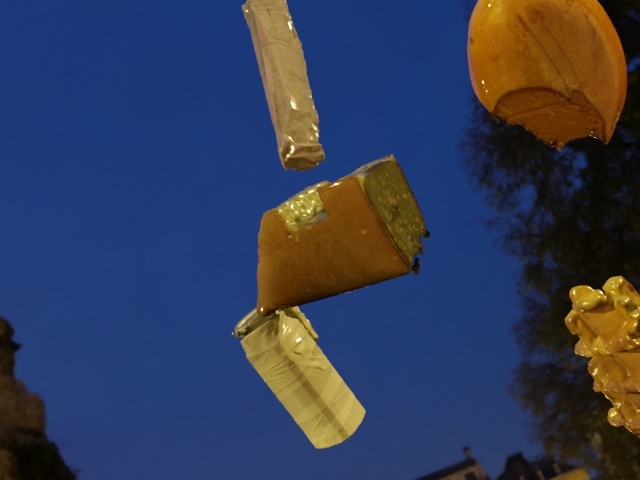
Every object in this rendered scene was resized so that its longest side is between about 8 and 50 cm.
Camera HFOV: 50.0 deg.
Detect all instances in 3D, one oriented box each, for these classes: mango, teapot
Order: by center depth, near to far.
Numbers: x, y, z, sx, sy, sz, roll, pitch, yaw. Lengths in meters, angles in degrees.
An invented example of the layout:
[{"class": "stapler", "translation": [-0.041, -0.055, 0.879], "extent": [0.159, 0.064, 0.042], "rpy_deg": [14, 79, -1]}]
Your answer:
[{"class": "mango", "translation": [0.250, -0.202, 0.766], "extent": [0.154, 0.126, 0.252], "rpy_deg": [-33, -43, 27]}, {"class": "teapot", "translation": [-0.022, 0.165, 0.915], "extent": [0.077, 0.200, 0.107], "rpy_deg": [-29, 10, 41]}]

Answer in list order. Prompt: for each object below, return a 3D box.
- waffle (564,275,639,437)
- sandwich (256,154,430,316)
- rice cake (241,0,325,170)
[{"class": "waffle", "translation": [0.336, 0.159, 0.560], "extent": [0.069, 0.293, 0.260], "rpy_deg": [-36, -58, -7]}, {"class": "sandwich", "translation": [0.000, 0.000, 0.789], "extent": [0.235, 0.128, 0.122], "rpy_deg": [-22, 12, 34]}, {"class": "rice cake", "translation": [-0.043, -0.186, 0.755], "extent": [0.055, 0.270, 0.049], "rpy_deg": [-8, -30, -14]}]
